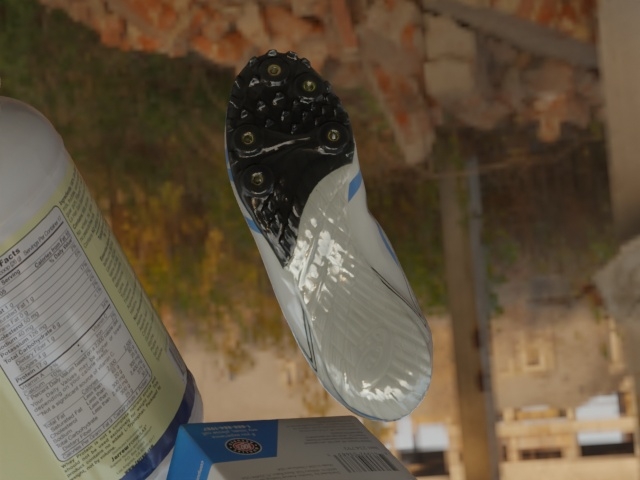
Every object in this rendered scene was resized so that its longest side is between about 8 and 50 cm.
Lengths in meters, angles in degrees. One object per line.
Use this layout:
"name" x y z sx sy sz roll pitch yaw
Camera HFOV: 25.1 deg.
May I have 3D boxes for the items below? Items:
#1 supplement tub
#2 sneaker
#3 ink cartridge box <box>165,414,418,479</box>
"supplement tub" -0.246 0.048 0.978 0.235 0.324 0.235 -20 -153 11
"sneaker" 0.000 0.000 0.879 0.085 0.237 0.086 -20 178 -10
"ink cartridge box" 0.016 0.193 0.824 0.134 0.078 0.231 2 -155 -34
